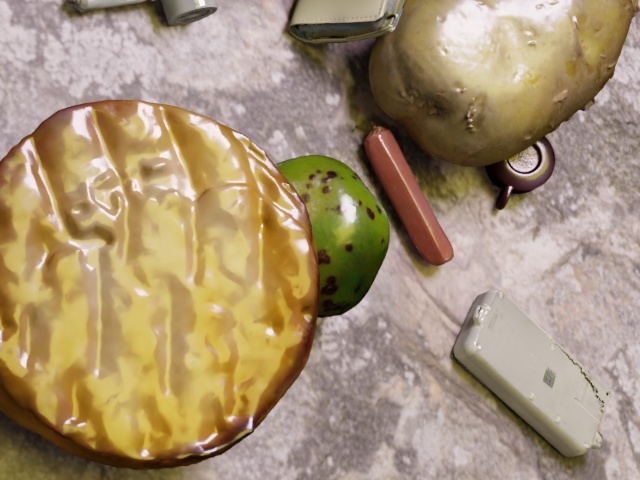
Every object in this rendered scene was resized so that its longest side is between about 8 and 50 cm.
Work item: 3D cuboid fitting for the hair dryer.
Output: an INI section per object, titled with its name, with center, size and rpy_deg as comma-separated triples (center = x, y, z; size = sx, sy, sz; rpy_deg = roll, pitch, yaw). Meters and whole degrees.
[hair dryer]
center = -0.161, -0.225, 1.531
size = 0.137, 0.047, 0.082
rpy_deg = -16, 85, -33

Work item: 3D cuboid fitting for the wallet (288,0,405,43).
[wallet]
center = 0.040, -0.255, 1.657
size = 0.039, 0.110, 0.155
rpy_deg = 52, 47, -47

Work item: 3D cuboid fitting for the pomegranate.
[pomegranate]
center = 0.006, -0.004, 1.532
size = 0.169, 0.122, 0.143
rpy_deg = 2, 71, -36

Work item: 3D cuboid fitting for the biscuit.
[biscuit]
center = -0.144, 0.035, 1.391
size = 0.296, 0.102, 0.296
rpy_deg = 4, 80, -21

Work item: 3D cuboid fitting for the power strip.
[power strip]
center = 0.207, 0.129, 1.701
size = 0.192, 0.035, 0.081
rpy_deg = 41, 54, -20

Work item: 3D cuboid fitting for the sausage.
[sausage]
center = 0.082, -0.042, 1.661
size = 0.147, 0.035, 0.030
rpy_deg = 60, 19, -3

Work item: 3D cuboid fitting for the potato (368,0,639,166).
[potato]
center = 0.182, -0.191, 1.690
size = 0.296, 0.141, 0.192
rpy_deg = -33, 96, -14

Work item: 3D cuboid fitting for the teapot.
[teapot]
center = 0.196, -0.075, 1.754
size = 0.067, 0.045, 0.100
rpy_deg = 25, 78, -3
